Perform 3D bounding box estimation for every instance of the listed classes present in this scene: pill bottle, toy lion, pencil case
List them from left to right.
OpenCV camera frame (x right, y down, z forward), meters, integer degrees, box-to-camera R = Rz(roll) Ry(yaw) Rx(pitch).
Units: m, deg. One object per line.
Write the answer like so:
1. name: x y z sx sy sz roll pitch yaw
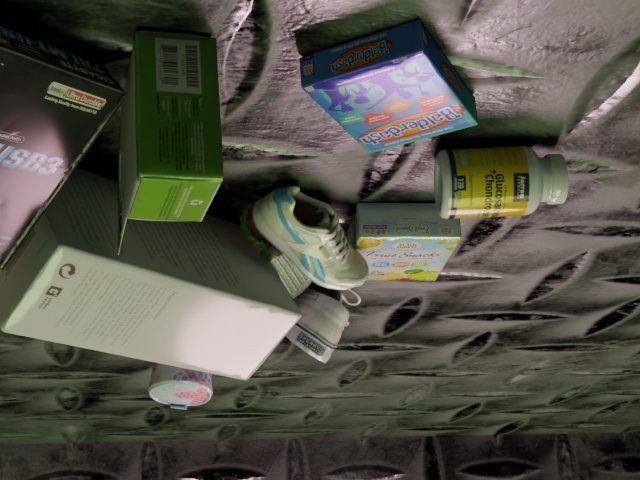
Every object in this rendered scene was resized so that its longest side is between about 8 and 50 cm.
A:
1. pencil case: -0.242 0.157 1.764 0.113 0.273 0.124 13 146 -22
2. toy lion: -0.084 -0.020 1.602 0.034 0.096 0.100 -25 -174 44
3. pill bottle: 0.263 -0.086 1.456 0.184 0.103 0.103 -3 158 -2

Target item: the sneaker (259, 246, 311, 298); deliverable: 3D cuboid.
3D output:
1. sneaker: -0.103 0.067 1.776 0.126 0.127 0.321 24 124 -17

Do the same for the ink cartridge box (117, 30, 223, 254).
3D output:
1. ink cartridge box: -0.194 -0.109 1.220 0.097 0.189 0.255 1 159 -16

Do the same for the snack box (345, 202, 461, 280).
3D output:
1. snack box: 0.133 0.006 1.709 0.174 0.070 0.207 0 156 -6

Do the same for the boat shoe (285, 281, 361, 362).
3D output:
1. boat shoe: 0.000 0.113 1.862 0.136 0.156 0.367 35 -179 -4

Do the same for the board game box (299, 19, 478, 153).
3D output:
1. board game box: 0.091 -0.187 1.255 0.160 0.047 0.210 -14 157 23

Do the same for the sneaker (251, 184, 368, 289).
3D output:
1. sneaker: 0.000 0.000 1.579 0.228 0.087 0.092 37 137 -27

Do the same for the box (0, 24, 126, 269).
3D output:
1. box: -0.412 -0.107 1.111 0.293 0.073 0.295 -49 150 16

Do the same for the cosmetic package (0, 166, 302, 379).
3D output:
1. cosmetic package: -0.269 0.047 1.485 0.453 0.230 0.161 20 116 -44
